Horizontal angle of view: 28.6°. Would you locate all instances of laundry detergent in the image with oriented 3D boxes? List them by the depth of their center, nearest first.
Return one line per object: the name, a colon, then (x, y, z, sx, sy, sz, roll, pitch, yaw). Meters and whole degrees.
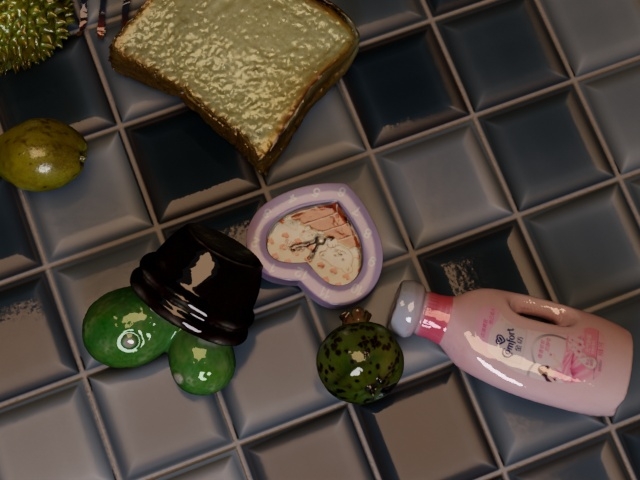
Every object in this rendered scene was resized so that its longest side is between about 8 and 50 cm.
laundry detergent: (0.261, 0.136, 1.740, 0.335, 0.088, 0.159, 18, 53, 0)

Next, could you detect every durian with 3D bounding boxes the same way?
durian: (-0.468, -0.368, 1.821, 0.200, 0.176, 0.236, -12, 87, 14)

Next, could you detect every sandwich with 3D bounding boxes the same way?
sandwich: (-0.121, -0.285, 1.846, 0.301, 0.099, 0.271, 36, 72, 10)

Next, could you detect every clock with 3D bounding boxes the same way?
clock: (0.000, 0.000, 1.789, 0.198, 0.064, 0.172, 24, 75, 4)

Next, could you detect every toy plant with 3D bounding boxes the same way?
toy plant: (-0.194, 0.098, 1.711, 0.218, 0.175, 0.235, 31, 101, 0)

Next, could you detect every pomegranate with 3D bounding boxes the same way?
pomegranate: (0.054, 0.152, 1.733, 0.122, 0.122, 0.161, 0, 48, -3)

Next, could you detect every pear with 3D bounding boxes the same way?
pear: (-0.397, -0.121, 1.785, 0.131, 0.107, 0.107, -1, 75, 5)

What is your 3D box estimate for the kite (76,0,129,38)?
kite: (-0.324, -0.416, 1.914, 0.141, 0.015, 0.245, 2, 71, -1)
